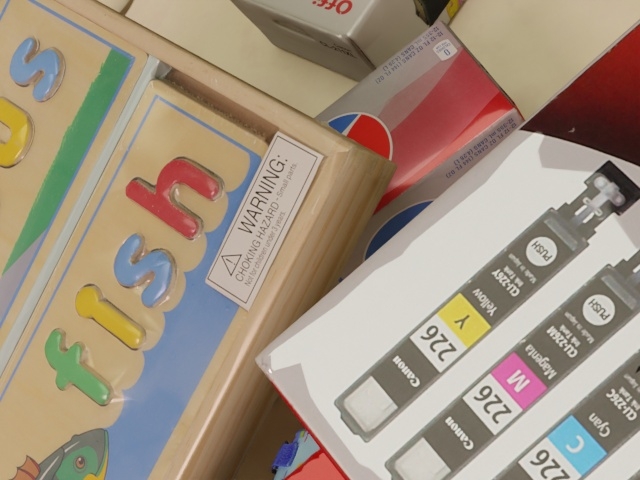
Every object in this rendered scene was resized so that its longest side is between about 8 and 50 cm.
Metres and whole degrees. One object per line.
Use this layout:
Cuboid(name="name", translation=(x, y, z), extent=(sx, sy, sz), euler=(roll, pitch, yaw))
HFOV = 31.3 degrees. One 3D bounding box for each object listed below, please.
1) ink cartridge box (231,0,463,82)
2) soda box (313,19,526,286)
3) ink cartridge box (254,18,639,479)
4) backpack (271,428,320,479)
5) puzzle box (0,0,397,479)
Cuboid(name="ink cartridge box", translation=(0.039, -0.198, 0.756), extent=(0.127, 0.072, 0.175), euler=(30, 82, 38))
Cuboid(name="soda box", translation=(0.000, 0.000, 0.656), extent=(0.263, 0.092, 0.083), euler=(-38, 54, 8))
Cuboid(name="ink cartridge box", translation=(0.135, 0.118, 0.356), extent=(0.272, 0.130, 0.309), euler=(-42, 66, 1))
Cuboid(name="backpack", translation=(0.022, 0.189, 0.504), extent=(0.158, 0.117, 0.173), euler=(10, 58, 34))
Cuboid(name="puzzle box", translation=(-0.165, 0.074, 0.622), extent=(0.272, 0.052, 0.409), euler=(31, 97, 30))
